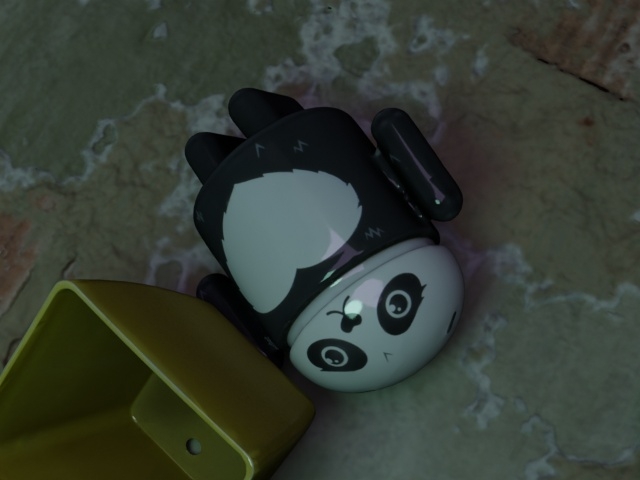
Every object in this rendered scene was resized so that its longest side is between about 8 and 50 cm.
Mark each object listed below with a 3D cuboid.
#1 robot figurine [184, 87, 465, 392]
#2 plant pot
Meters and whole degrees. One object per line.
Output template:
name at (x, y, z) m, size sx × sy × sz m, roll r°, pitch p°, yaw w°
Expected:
robot figurine at (0.000, -0.001, 1.360) m, size 0.173 × 0.209 × 0.278 m, roll -25°, pitch 69°, yaw -29°
plant pot at (-0.131, 0.158, 1.286) m, size 0.212 × 0.187 × 0.212 m, roll 42°, pitch 115°, yaw 16°
